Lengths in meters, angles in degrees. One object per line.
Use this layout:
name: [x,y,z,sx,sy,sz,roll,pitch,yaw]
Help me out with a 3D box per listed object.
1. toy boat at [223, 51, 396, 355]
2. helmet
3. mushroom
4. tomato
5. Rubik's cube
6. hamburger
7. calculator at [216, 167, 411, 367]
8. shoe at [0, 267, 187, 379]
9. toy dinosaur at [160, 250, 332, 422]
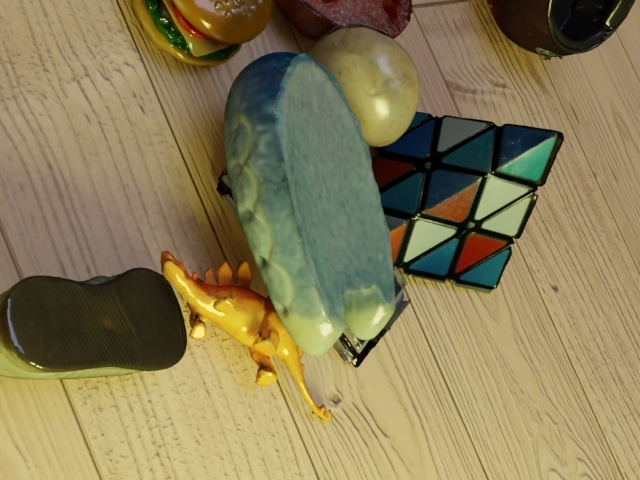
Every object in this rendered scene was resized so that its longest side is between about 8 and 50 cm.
toy boat: [-0.029,-0.039,1.347,0.215,0.123,0.330,-14,88,-59]
helmet: [0.343,-0.370,1.824,0.189,0.193,0.216,10,69,-38]
mushroom: [0.049,-0.187,1.505,0.154,0.154,0.122,52,30,-8]
tomato: [0.011,-0.333,1.585,0.225,0.085,0.225,17,60,-31]
Rubik's cube: [0.164,-0.030,1.585,0.234,0.284,0.250,58,-3,-36]
hamburger: [-0.135,-0.276,1.402,0.162,0.115,0.162,18,59,-34]
calculator: [0.000,0.000,1.448,0.274,0.028,0.166,54,41,-10]
shoe: [-0.223,0.081,1.161,0.275,0.098,0.103,7,70,-60]
toy dinosaur: [-0.070,0.085,1.310,0.288,0.070,0.117,42,27,-34]
